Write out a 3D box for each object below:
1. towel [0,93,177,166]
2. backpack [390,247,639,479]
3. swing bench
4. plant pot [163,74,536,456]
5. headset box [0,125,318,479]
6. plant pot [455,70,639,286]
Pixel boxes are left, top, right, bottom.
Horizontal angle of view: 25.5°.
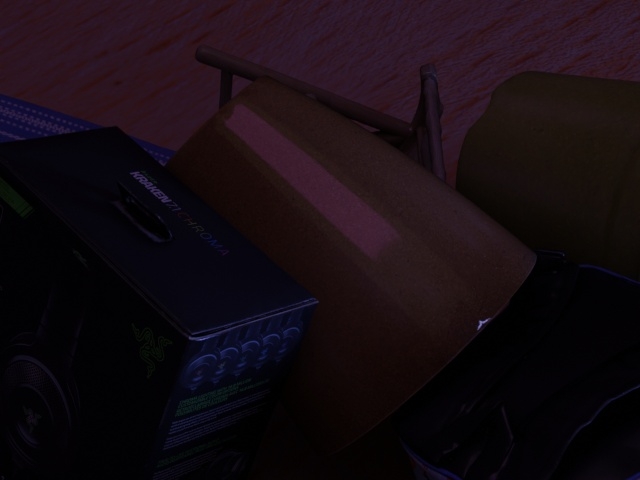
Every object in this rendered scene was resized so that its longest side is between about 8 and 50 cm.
[{"bbox_3d":[-0.263,-0.013,1.358,0.243,0.040,0.336,18,37,-12],"label":"towel"},{"bbox_3d":[0.195,0.154,1.076,0.263,0.213,0.276,-24,25,-30],"label":"backpack"},{"bbox_3d":[-0.007,-0.046,1.365,0.255,0.165,0.253,5,39,-3],"label":"swing bench"},{"bbox_3d":[0.000,0.000,1.126,0.254,0.237,0.237,47,49,-2],"label":"plant pot"},{"bbox_3d":[-0.159,0.083,1.071,0.131,0.283,0.246,-14,46,-46],"label":"headset box"},{"bbox_3d":[0.276,-0.044,1.313,0.254,0.276,0.276,22,43,41],"label":"plant pot"}]
